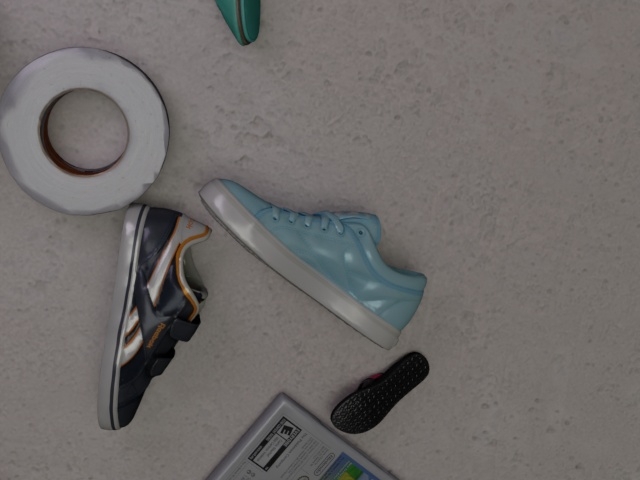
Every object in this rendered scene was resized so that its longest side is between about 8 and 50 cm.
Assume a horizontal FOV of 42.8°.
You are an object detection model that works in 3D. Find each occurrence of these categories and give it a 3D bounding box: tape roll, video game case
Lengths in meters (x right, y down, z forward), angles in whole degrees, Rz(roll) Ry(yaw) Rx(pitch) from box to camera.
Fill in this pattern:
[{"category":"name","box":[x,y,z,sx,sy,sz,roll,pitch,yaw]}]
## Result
[{"category":"tape roll","box":[-0.311,-0.145,1.088,0.219,0.072,0.219,-2,101,-10]},{"category":"video game case","box":[-0.053,0.447,1.280,0.300,0.036,0.329,40,92,-15]}]

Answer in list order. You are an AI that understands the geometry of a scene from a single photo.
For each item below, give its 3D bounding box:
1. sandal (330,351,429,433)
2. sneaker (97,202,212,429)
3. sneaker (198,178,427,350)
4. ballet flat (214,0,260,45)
[{"category":"sandal","box":[0.090,0.235,1.264,0.179,0.040,0.067,-34,112,-17]},{"category":"sneaker","box":[-0.228,0.116,1.130,0.127,0.126,0.321,10,98,-6]},{"category":"sneaker","box":[0.000,0.000,1.156,0.366,0.135,0.150,38,86,-24]},{"category":"ballet flat","box":[-0.123,-0.383,1.077,0.087,0.083,0.247,5,102,13]}]
